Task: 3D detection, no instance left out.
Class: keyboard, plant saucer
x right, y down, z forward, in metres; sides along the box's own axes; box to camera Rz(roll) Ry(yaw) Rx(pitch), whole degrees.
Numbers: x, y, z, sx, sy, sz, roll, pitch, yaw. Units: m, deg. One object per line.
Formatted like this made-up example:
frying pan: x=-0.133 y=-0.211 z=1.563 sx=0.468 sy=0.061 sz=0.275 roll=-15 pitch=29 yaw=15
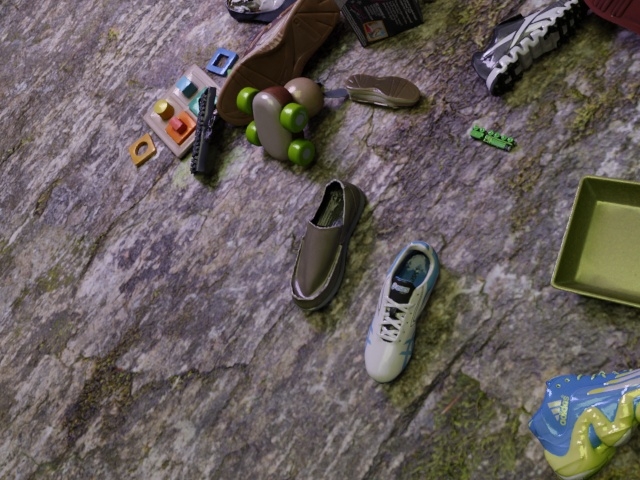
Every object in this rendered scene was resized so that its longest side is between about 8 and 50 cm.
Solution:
keyboard: x=-0.248 y=-0.232 z=1.290 sx=0.108 sy=0.023 sz=0.180 roll=3 pitch=85 yaw=62
plant saucer: x=0.453 y=0.009 z=0.883 sx=0.188 sy=0.045 sz=0.188 roll=14 pitch=75 yaw=30

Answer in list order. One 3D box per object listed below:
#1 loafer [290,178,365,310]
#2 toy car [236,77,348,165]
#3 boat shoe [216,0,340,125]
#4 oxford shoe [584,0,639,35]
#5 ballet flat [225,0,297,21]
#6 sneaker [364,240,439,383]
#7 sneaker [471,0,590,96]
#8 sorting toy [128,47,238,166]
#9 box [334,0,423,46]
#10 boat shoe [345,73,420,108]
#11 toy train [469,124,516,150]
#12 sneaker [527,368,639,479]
loafer: x=0.000 y=0.000 z=1.083 sx=0.094 sy=0.087 sz=0.251 roll=9 pitch=73 yaw=29
toy car: x=-0.040 y=-0.261 z=1.218 sx=0.155 sy=0.149 sz=0.188 roll=28 pitch=56 yaw=35
boat shoe: x=-0.097 y=-0.393 z=1.304 sx=0.342 sy=0.123 sz=0.123 roll=-51 pitch=26 yaw=11
oxford shoe: x=0.532 y=-0.398 z=0.980 sx=0.348 sy=0.130 sz=0.123 roll=61 pitch=146 yaw=21
ballet flat: x=-0.135 y=-0.540 z=1.397 sx=0.203 sy=0.074 sz=0.074 roll=11 pitch=73 yaw=29
sneaker: x=0.123 y=0.110 z=0.978 sx=0.085 sy=0.086 sz=0.237 roll=15 pitch=77 yaw=29
sneaker: x=0.360 y=-0.365 z=1.073 sx=0.234 sy=0.078 sz=0.106 roll=-42 pitch=59 yaw=7
sorting toy: x=-0.312 y=-0.303 z=1.394 sx=0.348 sy=0.047 sz=0.196 roll=-46 pitch=57 yaw=2
box: x=0.101 y=-0.554 z=1.231 sx=0.142 sy=0.163 sz=0.247 roll=-18 pitch=62 yaw=20
boat shoe: x=0.121 y=-0.282 z=1.180 sx=0.153 sy=0.048 sz=0.056 roll=13 pitch=62 yaw=23
toy train: x=0.297 y=-0.176 z=1.058 sx=0.083 sy=0.017 sz=0.024 roll=29 pitch=93 yaw=33
sneaker: x=0.375 y=0.203 z=0.809 sx=0.240 sy=0.091 sz=0.126 roll=-44 pitch=56 yaw=4
